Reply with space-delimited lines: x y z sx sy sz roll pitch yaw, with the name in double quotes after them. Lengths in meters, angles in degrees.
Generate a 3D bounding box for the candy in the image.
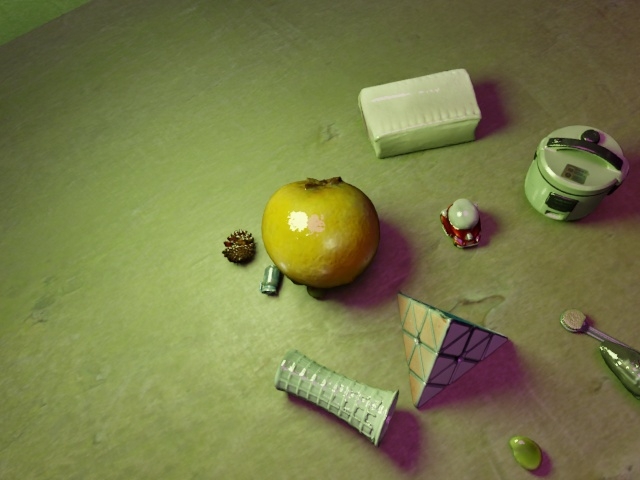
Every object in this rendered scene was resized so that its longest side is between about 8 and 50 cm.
0.315 -0.401 1.477 0.358 0.145 0.208 -11 66 4 "candy"

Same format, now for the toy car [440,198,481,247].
0.412 -0.059 1.321 0.112 0.112 0.139 -12 64 3 "toy car"

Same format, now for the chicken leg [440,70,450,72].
0.429 -0.570 1.605 0.083 0.021 0.036 -16 73 2 "chicken leg"

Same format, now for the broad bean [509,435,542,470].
0.488 0.500 1.091 0.063 0.045 0.083 -36 73 -7 "broad bean"

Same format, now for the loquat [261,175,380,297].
0.000 0.000 1.265 0.328 0.328 0.360 9 111 13 "loquat"

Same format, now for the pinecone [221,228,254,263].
-0.242 0.018 1.402 0.102 0.102 0.109 16 41 15 "pinecone"

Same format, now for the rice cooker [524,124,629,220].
0.692 -0.183 1.265 0.225 0.244 0.226 -2 62 5 "rice cooker"

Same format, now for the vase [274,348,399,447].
0.035 0.384 1.164 0.298 0.143 0.143 20 70 19 "vase"

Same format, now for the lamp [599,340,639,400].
0.777 0.335 1.091 0.101 0.101 0.250 -41 58 -11 "lamp"

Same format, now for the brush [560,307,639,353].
0.745 0.258 1.171 0.266 0.027 0.062 31 74 20 "brush"

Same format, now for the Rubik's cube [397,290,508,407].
0.309 0.250 1.177 0.228 0.233 0.229 -24 14 37 "Rubik's cube"

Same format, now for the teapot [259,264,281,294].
-0.152 0.116 1.360 0.063 0.049 0.083 4 67 10 "teapot"
